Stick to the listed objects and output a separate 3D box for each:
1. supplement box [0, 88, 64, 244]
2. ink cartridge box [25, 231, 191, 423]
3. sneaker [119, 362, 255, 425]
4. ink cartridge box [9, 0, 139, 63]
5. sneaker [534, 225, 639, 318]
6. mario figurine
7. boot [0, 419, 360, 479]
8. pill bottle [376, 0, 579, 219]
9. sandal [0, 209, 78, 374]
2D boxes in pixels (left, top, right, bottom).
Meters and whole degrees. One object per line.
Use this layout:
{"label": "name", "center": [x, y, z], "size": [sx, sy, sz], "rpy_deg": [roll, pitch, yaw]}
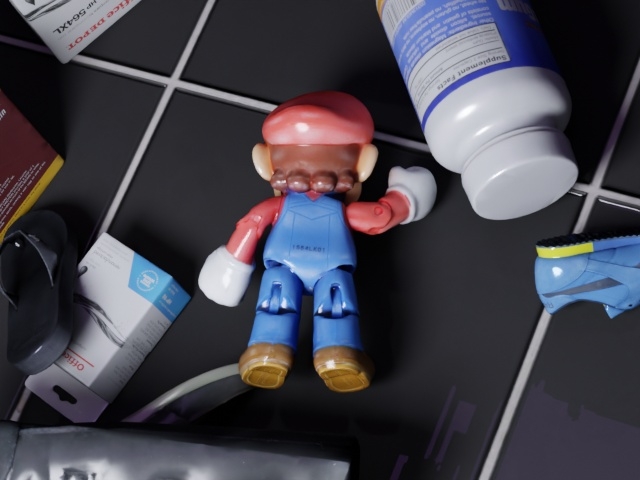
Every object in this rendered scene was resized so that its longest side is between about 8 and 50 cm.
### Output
{"label": "supplement box", "center": [-0.413, -0.080, 1.838], "size": [0.129, 0.194, 0.191], "rpy_deg": [29, 77, 25]}
{"label": "ink cartridge box", "center": [-0.234, 0.095, 1.781], "size": [0.104, 0.060, 0.180], "rpy_deg": [31, 79, 27]}
{"label": "sneaker", "center": [-0.141, 0.216, 1.701], "size": [0.222, 0.083, 0.118], "rpy_deg": [-30, 82, -8]}
{"label": "ink cartridge box", "center": [-0.289, -0.312, 1.903], "size": [0.148, 0.203, 0.086], "rpy_deg": [-41, 64, -4]}
{"label": "sneaker", "center": [0.313, 0.028, 1.655], "size": [0.209, 0.069, 0.082], "rpy_deg": [-8, 97, 4]}
{"label": "mario figurine", "center": [0.000, 0.000, 1.733], "size": [0.170, 0.198, 0.320], "rpy_deg": [-26, 52, 51]}
{"label": "boot", "center": [-0.195, 0.332, 1.601], "size": [0.445, 0.367, 0.146], "rpy_deg": [4, 27, -4]}
{"label": "pill bottle", "center": [0.165, -0.163, 1.727], "size": [0.152, 0.152, 0.272], "rpy_deg": [-22, 63, 6]}
{"label": "sandal", "center": [-0.300, 0.037, 1.773], "size": [0.097, 0.054, 0.254], "rpy_deg": [-40, 32, 11]}
